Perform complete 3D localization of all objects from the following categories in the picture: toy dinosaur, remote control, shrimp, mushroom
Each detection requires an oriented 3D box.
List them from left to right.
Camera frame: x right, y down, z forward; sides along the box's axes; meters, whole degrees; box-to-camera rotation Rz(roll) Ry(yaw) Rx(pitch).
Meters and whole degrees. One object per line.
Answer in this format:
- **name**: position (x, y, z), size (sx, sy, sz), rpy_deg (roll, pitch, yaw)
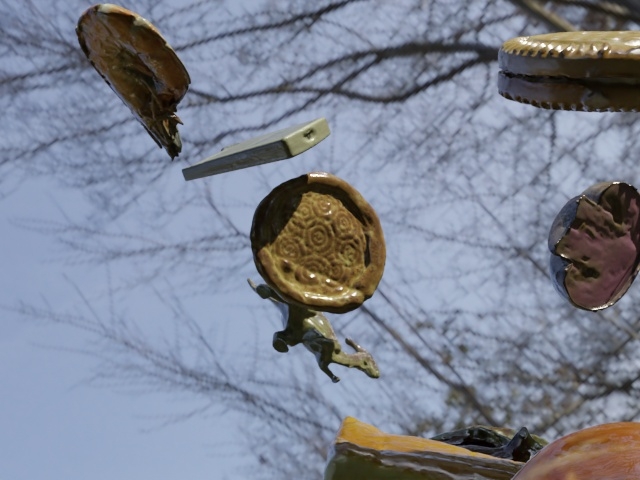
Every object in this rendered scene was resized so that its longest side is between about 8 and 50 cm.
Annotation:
- **shrimp**: position (-0.251, -0.232, 1.690), size (0.062, 0.164, 0.317), rpy_deg (-60, -34, -27)
- **remote control**: position (-0.117, -0.152, 1.962), size (0.285, 0.038, 0.123), rpy_deg (-12, 16, 43)
- **toy dinosaur**: position (-0.022, 0.162, 2.010), size (0.077, 0.294, 0.162), rpy_deg (-45, -3, 16)
- **mushroom**: position (0.386, 0.009, 1.616), size (0.188, 0.141, 0.117), rpy_deg (-64, 10, -9)

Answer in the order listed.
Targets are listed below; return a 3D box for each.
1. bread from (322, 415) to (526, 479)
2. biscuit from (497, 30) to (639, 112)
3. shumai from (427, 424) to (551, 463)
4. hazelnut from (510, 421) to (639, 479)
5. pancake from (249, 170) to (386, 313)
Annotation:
- **bread**: position (0.168, 0.324, 1.087), size (0.245, 0.361, 0.233), rpy_deg (23, -105, -83)
- **biscuit**: position (0.318, -0.190, 1.254), size (0.259, 0.259, 0.079), rpy_deg (-13, -71, -40)
- **shumai**: position (0.147, 0.345, 1.311), size (0.288, 0.330, 0.292), rpy_deg (4, -81, -49)
- **hazelnut**: position (0.179, 0.205, 0.601), size (0.181, 0.181, 0.212), rpy_deg (38, -107, -30)
- **pancake**: position (0.000, 0.000, 1.916), size (0.250, 0.250, 0.031), rpy_deg (-27, -2, -24)
